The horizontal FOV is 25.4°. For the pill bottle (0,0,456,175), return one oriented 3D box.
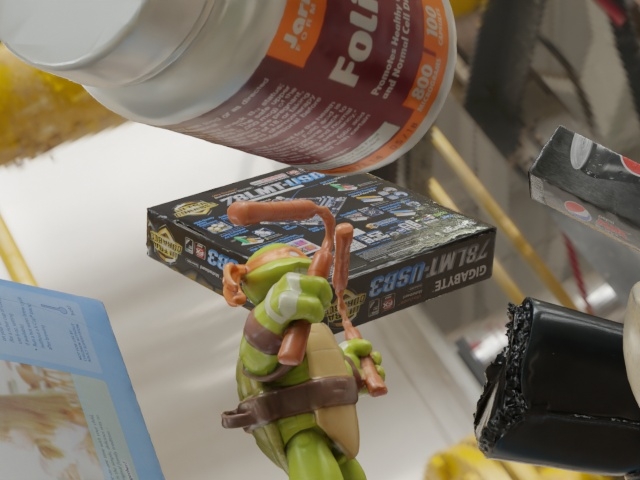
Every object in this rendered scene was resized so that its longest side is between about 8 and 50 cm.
[{"bbox_3d":[-0.070,-0.190,1.165,0.224,0.224,0.392,-47,-28,19],"label":"pill bottle"}]

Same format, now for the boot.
[{"bbox_3d":[0.216,0.164,1.080,0.207,0.094,0.247,8,-65,-3],"label":"boot"}]

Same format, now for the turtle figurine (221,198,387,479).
[{"bbox_3d":[-0.006,0.087,0.701,0.087,0.217,0.269,-17,-14,4],"label":"turtle figurine"}]

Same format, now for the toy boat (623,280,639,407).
[{"bbox_3d":[0.287,0.062,0.590,0.318,0.267,0.148,15,-79,-11],"label":"toy boat"}]

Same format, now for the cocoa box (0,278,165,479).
[{"bbox_3d":[-0.280,0.223,1.160,0.231,0.347,0.228,17,-54,-43],"label":"cocoa box"}]

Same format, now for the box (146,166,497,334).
[{"bbox_3d":[0.000,0.000,1.641,0.295,0.293,0.073,-18,-60,-40],"label":"box"}]

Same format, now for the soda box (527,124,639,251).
[{"bbox_3d":[0.273,-0.036,1.277,0.060,0.169,0.053,-54,-24,-15],"label":"soda box"}]
